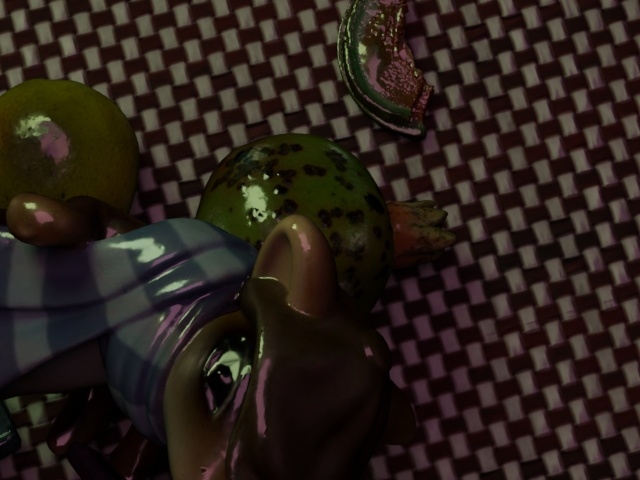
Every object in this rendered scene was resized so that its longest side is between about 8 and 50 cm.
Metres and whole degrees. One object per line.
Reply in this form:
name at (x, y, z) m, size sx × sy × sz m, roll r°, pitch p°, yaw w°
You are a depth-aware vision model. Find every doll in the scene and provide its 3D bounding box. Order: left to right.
doll at (-0.117, 0.093, 1.323) m, size 0.339 × 0.318 × 0.209 m, roll 13°, pitch 44°, yaw 28°

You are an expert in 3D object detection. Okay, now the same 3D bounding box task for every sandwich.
sandwich at (0.048, -0.139, 1.550) m, size 0.067 × 0.029 × 0.135 m, roll -16°, pitch 74°, yaw -4°

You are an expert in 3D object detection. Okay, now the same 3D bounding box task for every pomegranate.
pomegranate at (0.000, 0.000, 1.454) m, size 0.205 × 0.159 × 0.159 m, roll -4°, pitch 72°, yaw -27°

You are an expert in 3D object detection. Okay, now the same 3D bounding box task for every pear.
pear at (-0.205, -0.058, 1.492) m, size 0.141 × 0.104 × 0.141 m, roll -1°, pitch 70°, yaw 2°

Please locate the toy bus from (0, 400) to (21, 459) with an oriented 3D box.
toy bus at (-0.281, 0.092, 1.475) m, size 0.065 × 0.047 × 0.166 m, roll -26°, pitch 76°, yaw -10°
